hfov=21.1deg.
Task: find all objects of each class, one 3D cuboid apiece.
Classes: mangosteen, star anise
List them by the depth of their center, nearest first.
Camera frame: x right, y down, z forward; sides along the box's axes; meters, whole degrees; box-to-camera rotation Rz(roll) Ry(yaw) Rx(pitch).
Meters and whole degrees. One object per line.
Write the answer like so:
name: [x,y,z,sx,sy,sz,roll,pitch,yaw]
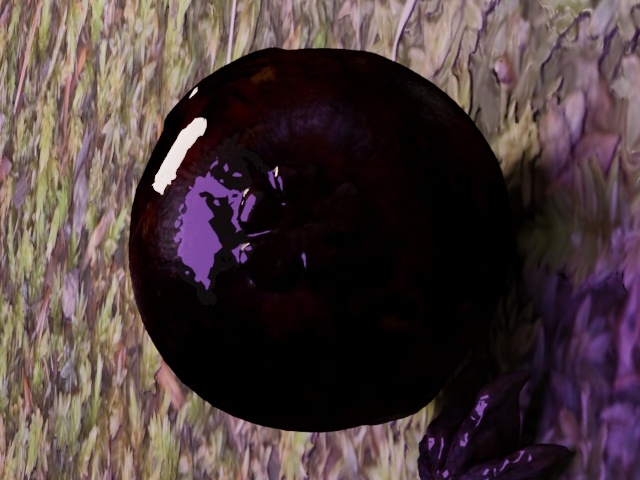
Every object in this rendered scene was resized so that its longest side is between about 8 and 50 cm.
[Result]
star anise: [0.076,0.122,0.845,0.141,0.042,0.141,-173,90,-67]
mangosteen: [0.000,0.000,0.875,0.210,0.210,0.209,-174,90,-68]
